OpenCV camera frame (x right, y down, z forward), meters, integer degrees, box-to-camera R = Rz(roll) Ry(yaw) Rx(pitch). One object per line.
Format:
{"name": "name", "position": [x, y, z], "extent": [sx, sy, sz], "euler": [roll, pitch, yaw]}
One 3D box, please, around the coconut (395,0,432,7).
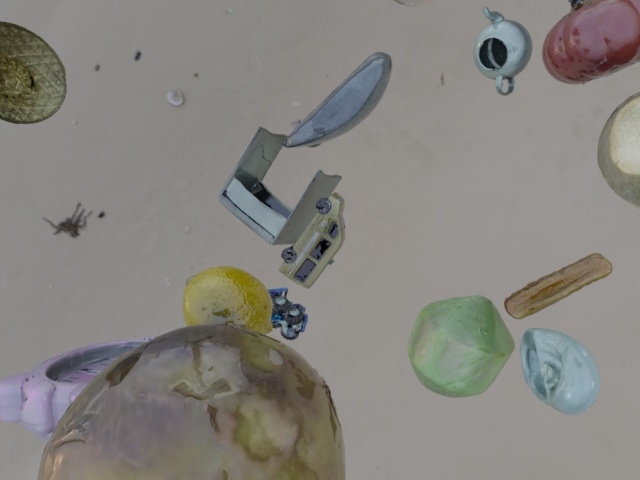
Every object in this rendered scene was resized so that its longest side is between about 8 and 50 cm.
{"name": "coconut", "position": [0.138, -0.393, 0.690], "extent": [0.110, 0.110, 0.124], "euler": [-41, 37, 7]}

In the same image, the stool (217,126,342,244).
{"name": "stool", "position": [-0.125, -0.157, 1.456], "extent": [0.244, 0.170, 0.269], "euler": [38, 106, 19]}

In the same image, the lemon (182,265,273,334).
{"name": "lemon", "position": [-0.274, 0.199, 1.430], "extent": [0.268, 0.267, 0.267], "euler": [-2, 81, 16]}

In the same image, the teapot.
{"name": "teapot", "position": [0.601, -0.631, 1.606], "extent": [0.193, 0.130, 0.294], "euler": [6, 119, 49]}

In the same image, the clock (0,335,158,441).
{"name": "clock", "position": [-0.384, 0.262, 0.875], "extent": [0.323, 0.296, 0.113], "euler": [-1, 97, 25]}

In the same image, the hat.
{"name": "hat", "position": [-0.470, -0.245, 0.724], "extent": [0.067, 0.146, 0.145], "euler": [2, 82, 40]}

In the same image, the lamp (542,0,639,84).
{"name": "lamp", "position": [0.448, -0.332, 0.767], "extent": [0.182, 0.182, 0.140], "euler": [-19, 98, 13]}

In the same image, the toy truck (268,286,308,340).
{"name": "toy truck", "position": [-0.137, 0.260, 1.792], "extent": [0.208, 0.126, 0.113], "euler": [33, 128, 26]}

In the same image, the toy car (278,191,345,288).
{"name": "toy car", "position": [0.000, 0.000, 1.272], "extent": [0.124, 0.101, 0.256], "euler": [36, 101, 4]}

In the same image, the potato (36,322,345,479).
{"name": "potato", "position": [-0.125, 0.201, 0.414], "extent": [0.289, 0.237, 0.301], "euler": [-34, 32, -21]}

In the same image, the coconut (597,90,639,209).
{"name": "coconut", "position": [0.541, -0.127, 0.716], "extent": [0.202, 0.222, 0.201], "euler": [-26, 58, 51]}

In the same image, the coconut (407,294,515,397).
{"name": "coconut", "position": [0.425, 0.305, 1.445], "extent": [0.329, 0.281, 0.328], "euler": [-6, 117, -11]}

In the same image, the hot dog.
{"name": "hot dog", "position": [0.631, 0.124, 1.286], "extent": [0.286, 0.061, 0.087], "euler": [-31, 76, 28]}

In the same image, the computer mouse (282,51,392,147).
{"name": "computer mouse", "position": [0.061, -0.356, 1.323], "extent": [0.374, 0.203, 0.114], "euler": [-39, 105, 17]}

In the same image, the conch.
{"name": "conch", "position": [0.565, 0.309, 1.148], "extent": [0.184, 0.121, 0.221], "euler": [-57, 30, 30]}
